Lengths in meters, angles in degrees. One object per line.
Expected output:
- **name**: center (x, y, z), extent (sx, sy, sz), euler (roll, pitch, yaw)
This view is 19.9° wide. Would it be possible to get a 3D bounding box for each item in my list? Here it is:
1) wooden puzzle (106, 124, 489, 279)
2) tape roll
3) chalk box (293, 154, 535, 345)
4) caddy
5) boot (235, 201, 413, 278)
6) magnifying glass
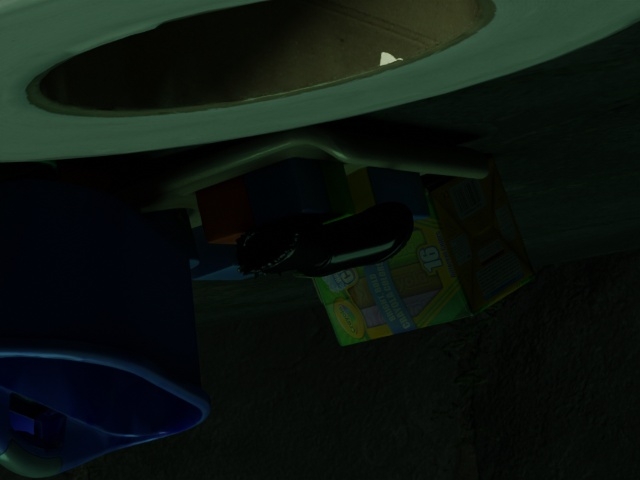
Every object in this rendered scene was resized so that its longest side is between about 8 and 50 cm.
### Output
- **wooden puzzle**: center (-0.063, -0.020, 1.567), extent (0.347, 0.081, 0.322), euler (-13, 174, 26)
- **tape roll**: center (-0.033, -0.110, 0.795), extent (0.392, 0.072, 0.392), euler (-10, 174, -1)
- **chalk box**: center (0.074, 0.017, 1.778), extent (0.213, 0.132, 0.132), euler (-16, -173, 39)
- **caddy**: center (-0.221, 0.086, 1.353), extent (0.241, 0.179, 0.341), euler (-10, 162, 15)
- **boot**: center (0.000, -0.001, 1.426), extent (0.121, 0.045, 0.099), euler (-22, 163, 32)
- **magnifying glass**: center (-0.208, -0.051, 1.302), extent (0.092, 0.026, 0.231), euler (-12, 172, 16)
